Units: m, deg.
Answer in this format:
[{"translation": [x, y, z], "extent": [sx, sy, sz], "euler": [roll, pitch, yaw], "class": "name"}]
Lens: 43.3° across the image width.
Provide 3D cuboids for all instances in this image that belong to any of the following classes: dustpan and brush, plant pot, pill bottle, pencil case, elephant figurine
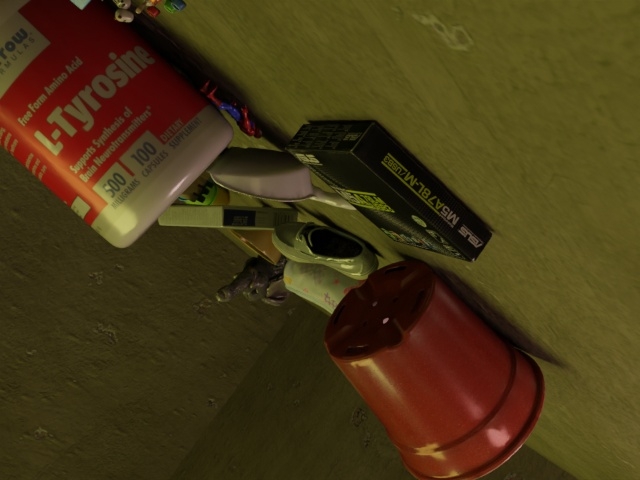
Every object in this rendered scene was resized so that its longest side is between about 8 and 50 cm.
[{"translation": [-0.036, -0.078, 1.110], "extent": [0.211, 0.060, 0.147], "euler": [5, -158, 8], "class": "dustpan and brush"}, {"translation": [0.161, 0.190, 1.253], "extent": [0.265, 0.272, 0.272], "euler": [49, 168, -25], "class": "plant pot"}, {"translation": [-0.331, -0.202, 1.051], "extent": [0.408, 0.229, 0.229], "euler": [43, 172, -9], "class": "pill bottle"}, {"translation": [0.038, 0.114, 1.817], "extent": [0.273, 0.124, 0.113], "euler": [32, 172, 40], "class": "pencil case"}, {"translation": [-0.152, 0.095, 2.121], "extent": [0.186, 0.239, 0.169], "euler": [39, 172, -18], "class": "elephant figurine"}, {"translation": [-0.126, -0.022, 1.827], "extent": [0.134, 0.095, 0.134], "euler": [37, 173, 5], "class": "plant pot"}]

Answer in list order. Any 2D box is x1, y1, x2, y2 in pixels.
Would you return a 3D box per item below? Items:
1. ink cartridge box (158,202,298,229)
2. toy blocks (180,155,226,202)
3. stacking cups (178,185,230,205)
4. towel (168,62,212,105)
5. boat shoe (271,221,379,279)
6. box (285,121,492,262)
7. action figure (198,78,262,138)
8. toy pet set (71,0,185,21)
[{"translation": [-0.197, -0.046, 1.557], "extent": [0.224, 0.045, 0.223], "euler": [4, -178, 36], "class": "ink cartridge box"}, {"translation": [-0.304, -0.169, 1.556], "extent": [0.381, 0.190, 0.261], "euler": [31, -177, 42], "class": "toy blocks"}, {"translation": [-0.314, -0.140, 1.864], "extent": [0.096, 0.096, 0.316], "euler": [34, 177, 24], "class": "stacking cups"}, {"translation": [-0.212, -0.227, 1.196], "extent": [0.110, 0.027, 0.148], "euler": [31, 170, 30], "class": "towel"}, {"translation": [0.000, 0.001, 1.452], "extent": [0.228, 0.079, 0.081], "euler": [19, 156, 32], "class": "boat shoe"}, {"translation": [0.069, -0.056, 0.881], "extent": [0.184, 0.045, 0.191], "euler": [37, 173, -23], "class": "box"}, {"translation": [-0.113, -0.171, 1.077], "extent": [0.038, 0.030, 0.115], "euler": [36, 173, 44], "class": "action figure"}, {"translation": [-0.222, -0.261, 0.864], "extent": [0.114, 0.065, 0.122], "euler": [40, 172, -25], "class": "toy pet set"}]
